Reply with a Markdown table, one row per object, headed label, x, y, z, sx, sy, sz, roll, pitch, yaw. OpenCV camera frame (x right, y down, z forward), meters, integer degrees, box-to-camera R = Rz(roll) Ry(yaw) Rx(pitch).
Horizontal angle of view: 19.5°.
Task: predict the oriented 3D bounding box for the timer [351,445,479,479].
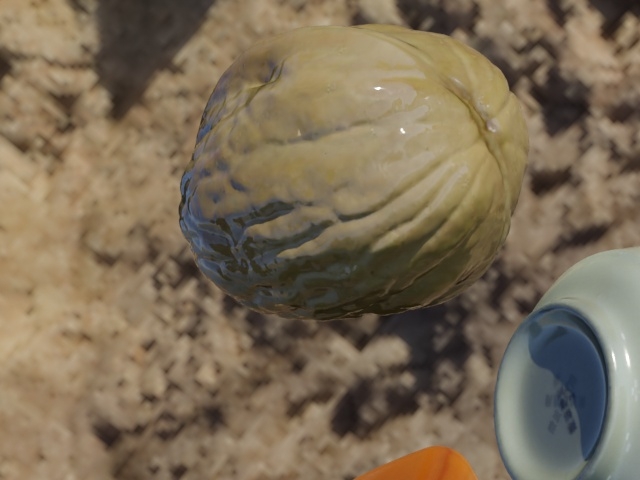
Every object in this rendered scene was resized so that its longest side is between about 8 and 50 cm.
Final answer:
| label | x | y | z | sx | sy | sz | roll | pitch | yaw |
| --- | --- | --- | --- | --- | --- | --- | --- | --- | --- |
| timer | 0.033 | 0.323 | 1.656 | 0.250 | 0.161 | 0.257 | -23 | 13 | 19 |

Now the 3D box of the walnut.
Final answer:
| label | x | y | z | sx | sy | sz | roll | pitch | yaw |
| --- | --- | --- | --- | --- | --- | --- | --- | --- | --- |
| walnut | 0.018 | -0.047 | 1.308 | 0.261 | 0.225 | 0.225 | -15 | 38 | 37 |

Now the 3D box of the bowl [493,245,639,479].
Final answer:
| label | x | y | z | sx | sy | sz | roll | pitch | yaw |
| --- | --- | --- | --- | --- | --- | --- | --- | --- | --- |
| bowl | 0.196 | 0.106 | 1.186 | 0.238 | 0.126 | 0.237 | -26 | 60 | 57 |
